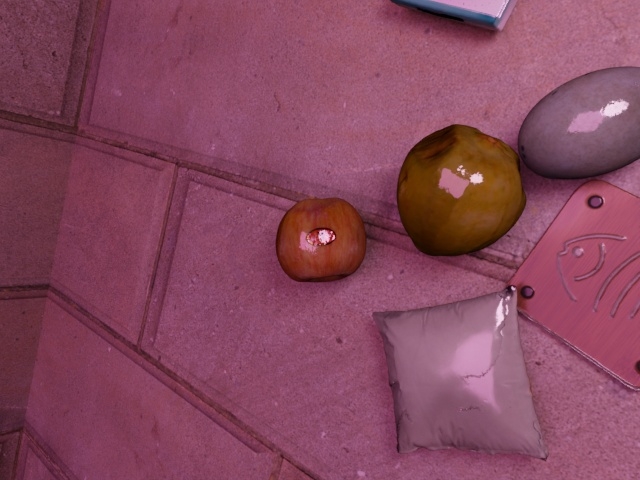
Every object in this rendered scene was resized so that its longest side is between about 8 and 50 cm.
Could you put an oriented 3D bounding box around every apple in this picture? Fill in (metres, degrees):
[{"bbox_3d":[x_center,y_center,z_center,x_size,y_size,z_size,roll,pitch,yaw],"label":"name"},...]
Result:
[{"bbox_3d":[0.000,0.000,1.043,0.211,0.211,0.187,-14,80,33],"label":"apple"}]

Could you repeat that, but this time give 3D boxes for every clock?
[{"bbox_3d":[0.304,-0.566,0.928,0.262,0.116,0.231,33,111,32],"label":"clock"}]

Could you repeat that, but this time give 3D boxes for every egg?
[{"bbox_3d":[0.455,-0.192,0.765,0.237,0.169,0.169,-19,77,34],"label":"egg"}]

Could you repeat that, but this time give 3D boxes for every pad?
[{"bbox_3d":[0.519,0.071,0.805,0.284,0.018,0.286,39,107,30],"label":"pad"}]

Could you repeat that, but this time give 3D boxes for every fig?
[{"bbox_3d":[0.252,-0.076,0.866,0.239,0.239,0.271,41,131,28],"label":"fig"}]

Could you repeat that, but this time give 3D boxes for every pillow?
[{"bbox_3d":[0.263,0.268,0.907,0.310,0.119,0.312,-17,79,36],"label":"pillow"}]
